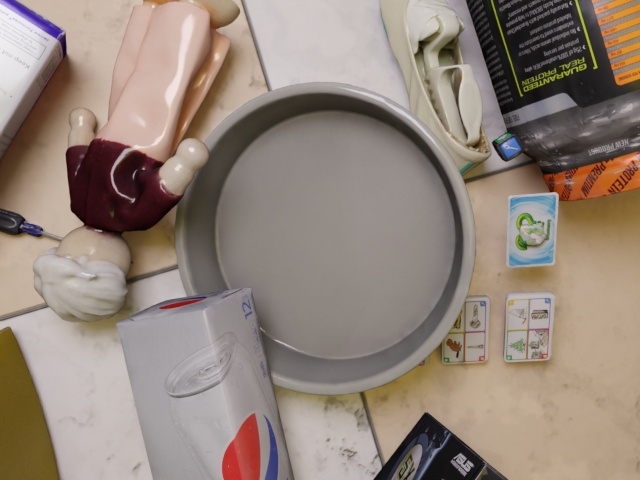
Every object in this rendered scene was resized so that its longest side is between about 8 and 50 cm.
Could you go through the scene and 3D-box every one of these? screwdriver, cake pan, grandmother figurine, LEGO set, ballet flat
[{"bbox_3d":[-0.280,-0.003,0.599,0.170,0.025,0.024,19,84,-11],"label":"screwdriver"},{"bbox_3d":[0.000,0.000,0.550,0.293,0.054,0.293,2,96,17],"label":"cake pan"},{"bbox_3d":[-0.182,-0.083,0.554,0.104,0.208,0.342,23,86,-43],"label":"grandmother figurine"},{"bbox_3d":[0.148,0.011,0.591,0.182,0.060,0.244,-4,108,3],"label":"LEGO set"},{"bbox_3d":[0.127,-0.189,0.604,0.086,0.086,0.248,-14,88,-5],"label":"ballet flat"}]

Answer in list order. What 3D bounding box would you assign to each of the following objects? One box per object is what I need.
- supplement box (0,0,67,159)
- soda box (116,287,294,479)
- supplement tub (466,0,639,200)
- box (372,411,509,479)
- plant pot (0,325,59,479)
[{"bbox_3d":[-0.349,-0.128,0.539,0.114,0.111,0.220,30,84,-24],"label":"supplement box"},{"bbox_3d":[-0.093,0.194,0.525,0.098,0.091,0.286,-10,94,20],"label":"soda box"},{"bbox_3d":[0.256,-0.222,0.543,0.207,0.207,0.338,-20,96,-5],"label":"supplement tub"},{"bbox_3d":[0.104,0.257,0.519,0.077,0.180,0.147,40,85,-1],"label":"box"},{"bbox_3d":[-0.352,0.228,0.488,0.212,0.212,0.187,-27,100,-6],"label":"plant pot"}]
